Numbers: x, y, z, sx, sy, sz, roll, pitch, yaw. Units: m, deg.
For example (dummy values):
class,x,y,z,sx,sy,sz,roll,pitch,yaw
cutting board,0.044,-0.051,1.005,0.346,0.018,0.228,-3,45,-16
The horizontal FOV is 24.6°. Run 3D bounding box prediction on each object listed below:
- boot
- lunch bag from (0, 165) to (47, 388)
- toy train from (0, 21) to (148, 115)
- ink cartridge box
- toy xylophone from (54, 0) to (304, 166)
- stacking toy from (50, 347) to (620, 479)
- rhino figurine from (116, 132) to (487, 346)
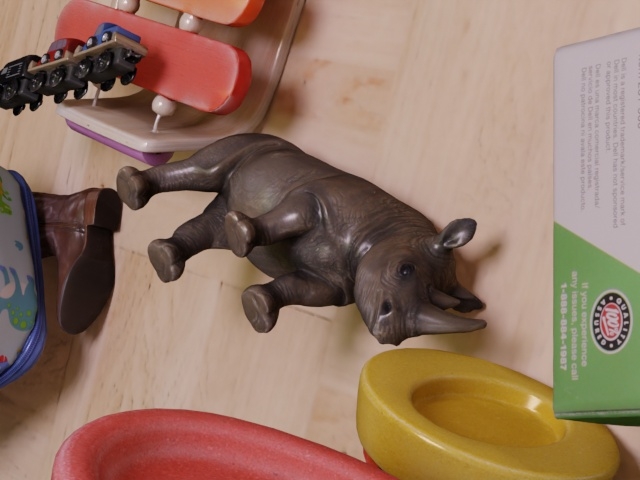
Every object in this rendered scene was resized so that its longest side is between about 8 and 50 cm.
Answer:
class,x,y,z,sx,sy,sz,roll,pitch,yaw
boot,-0.189,0.014,1.014,0.114,0.037,0.106,-2,66,44
lunch bag,-0.289,0.050,0.993,0.219,0.090,0.176,-32,52,20
toy train,-0.155,-0.105,0.893,0.158,0.027,0.036,-6,65,49
ink cartridge box,0.200,-0.011,0.557,0.219,0.092,0.160,-8,75,46
toy xylophone,-0.081,-0.206,0.916,0.236,0.081,0.323,13,91,48
stacking toy,0.052,0.168,0.551,0.279,0.309,0.130,30,111,36
rhino figurine,0.000,0.000,0.770,0.243,0.106,0.073,25,128,46
